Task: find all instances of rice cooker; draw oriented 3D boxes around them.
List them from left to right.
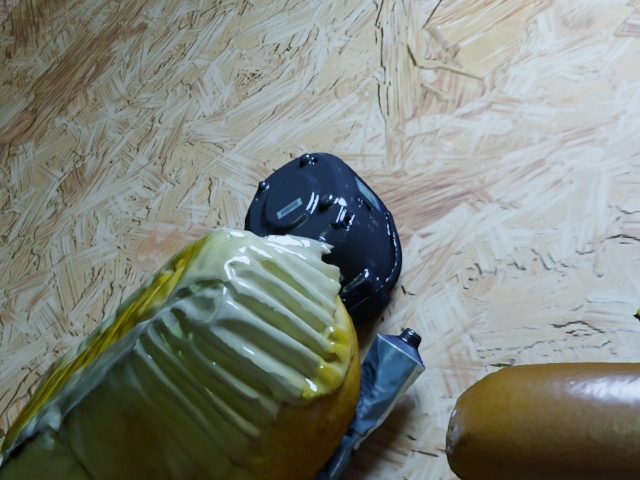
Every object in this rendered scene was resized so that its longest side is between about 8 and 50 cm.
[{"bbox_3d":[0.001,0.001,0.926,0.142,0.118,0.203,-33,35,10],"label":"rice cooker"}]

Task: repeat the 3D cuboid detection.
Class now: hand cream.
[{"bbox_3d":[-0.001,0.171,0.805,0.248,0.052,0.075,-48,24,0],"label":"hand cream"}]

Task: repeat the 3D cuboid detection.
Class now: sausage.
[{"bbox_3d":[0.209,0.132,0.633,0.274,0.105,0.105,-5,50,38],"label":"sausage"}]

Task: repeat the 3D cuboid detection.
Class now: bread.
[{"bbox_3d":[-0.134,0.157,0.813,0.388,0.183,0.236,-38,18,35],"label":"bread"}]

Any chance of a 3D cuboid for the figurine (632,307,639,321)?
[{"bbox_3d":[0.328,-0.026,0.667,0.263,0.143,0.162,-54,28,11],"label":"figurine"}]
